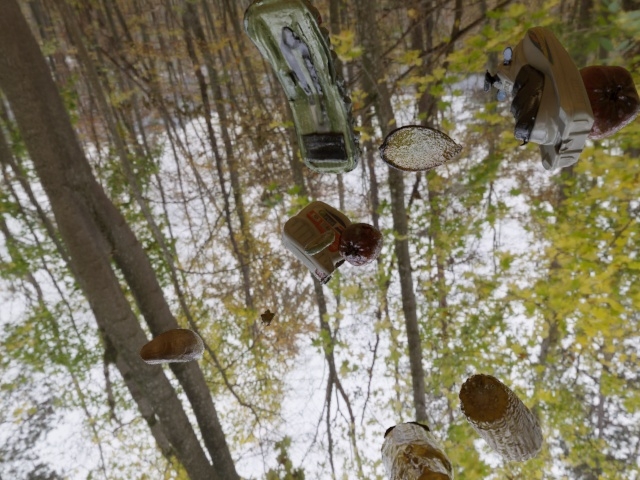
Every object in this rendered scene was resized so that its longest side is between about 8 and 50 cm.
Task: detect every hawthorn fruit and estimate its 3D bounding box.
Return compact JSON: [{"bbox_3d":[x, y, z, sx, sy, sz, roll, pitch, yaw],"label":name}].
[{"bbox_3d":[0.588,-0.297,0.985,0.156,0.157,0.194,-6,-170,5],"label":"hawthorn fruit"},{"bbox_3d":[0.140,0.007,1.472,0.148,0.148,0.172,6,-160,36],"label":"hawthorn fruit"}]

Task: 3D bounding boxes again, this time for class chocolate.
[{"bbox_3d":[0.220,0.503,1.007,0.161,0.162,0.445,-6,162,4],"label":"chocolate"}]

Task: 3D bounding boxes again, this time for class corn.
[{"bbox_3d":[0.445,0.442,1.095,0.143,0.387,0.144,-21,-132,25],"label":"corn"}]

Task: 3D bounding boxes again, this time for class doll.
[{"bbox_3d":[-0.196,0.287,1.656,0.051,0.062,0.093,26,173,1],"label":"doll"}]

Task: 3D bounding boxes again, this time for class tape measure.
[{"bbox_3d":[0.000,0.000,1.677,0.258,0.130,0.265,43,-118,13],"label":"tape measure"}]

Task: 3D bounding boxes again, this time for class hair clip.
[{"bbox_3d":[-0.011,-0.267,0.778,0.138,0.322,0.091,2,-133,25],"label":"hair clip"}]

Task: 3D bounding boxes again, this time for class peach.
[{"bbox_3d":[0.337,-0.322,1.517,0.278,0.189,0.068,3,-128,17],"label":"peach"}]

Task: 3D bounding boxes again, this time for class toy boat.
[{"bbox_3d":[0.361,-0.250,0.762,0.140,0.141,0.270,-8,-125,-4],"label":"toy boat"}]

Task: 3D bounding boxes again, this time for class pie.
[{"bbox_3d":[-0.001,0.006,0.978,0.084,0.020,0.084,-32,-168,8],"label":"pie"}]

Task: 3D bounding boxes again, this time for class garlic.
[{"bbox_3d":[-0.375,0.285,1.205,0.101,0.087,0.195,-27,159,21],"label":"garlic"}]
